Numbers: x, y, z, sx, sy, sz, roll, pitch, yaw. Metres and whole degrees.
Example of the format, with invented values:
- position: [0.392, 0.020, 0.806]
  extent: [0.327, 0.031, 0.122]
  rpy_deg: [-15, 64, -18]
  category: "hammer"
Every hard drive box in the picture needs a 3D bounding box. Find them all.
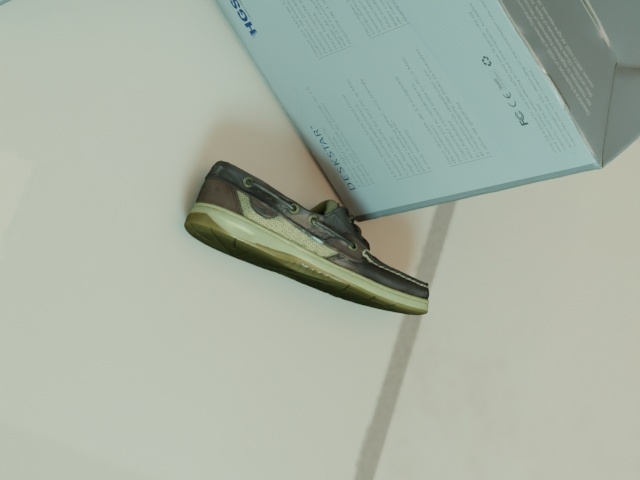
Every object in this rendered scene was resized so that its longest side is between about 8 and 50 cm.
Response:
- position: [0.058, -0.117, 0.899]
  extent: [0.089, 0.232, 0.181]
  rpy_deg: [-39, 104, -27]
  category: "hard drive box"

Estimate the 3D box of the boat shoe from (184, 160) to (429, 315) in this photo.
- position: [0.000, 0.000, 0.954]
  extent: [0.152, 0.056, 0.049]
  rpy_deg: [23, 79, -25]
  category: "boat shoe"

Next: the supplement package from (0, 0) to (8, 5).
- position: [-0.106, -0.215, 0.812]
  extent: [0.134, 0.244, 0.139]
  rpy_deg: [-32, 101, -27]
  category: "supplement package"
